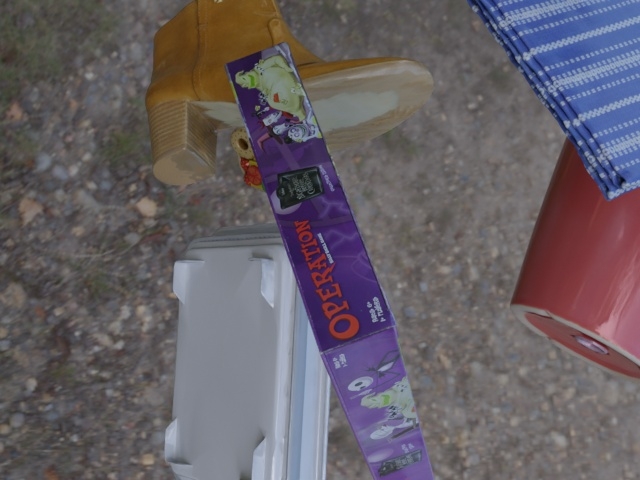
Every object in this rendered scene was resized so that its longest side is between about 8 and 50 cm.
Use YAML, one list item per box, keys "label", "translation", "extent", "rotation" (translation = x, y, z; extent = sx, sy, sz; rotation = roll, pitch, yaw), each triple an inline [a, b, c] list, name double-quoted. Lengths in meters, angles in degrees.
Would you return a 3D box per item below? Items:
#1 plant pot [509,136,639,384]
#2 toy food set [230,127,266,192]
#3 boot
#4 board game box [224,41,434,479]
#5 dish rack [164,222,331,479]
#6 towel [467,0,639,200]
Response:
- label: "plant pot"
  translation: [0.364, 0.021, 1.169]
  extent: [0.275, 0.275, 0.243]
  rotation: [33, 81, -22]
- label: "toy food set"
  translation: [-0.075, -0.097, 1.211]
  extent: [0.020, 0.083, 0.083]
  rotation: [-27, 123, -42]
- label: "boot"
  translation: [-0.043, -0.182, 0.967]
  extent: [0.104, 0.295, 0.211]
  rotation: [51, 29, -51]
- label: "board game box"
  translation: [0.019, 0.054, 0.686]
  extent: [0.056, 0.347, 0.208]
  rotation: [-23, 57, -3]
- label: "dish rack"
  translation: [-0.097, 0.143, 1.142]
  extent: [0.072, 0.285, 0.332]
  rotation: [5, 85, -37]
- label: "towel"
  translation: [0.253, -0.207, 0.924]
  extent: [0.243, 0.040, 0.336]
  rotation: [-22, 72, -29]
